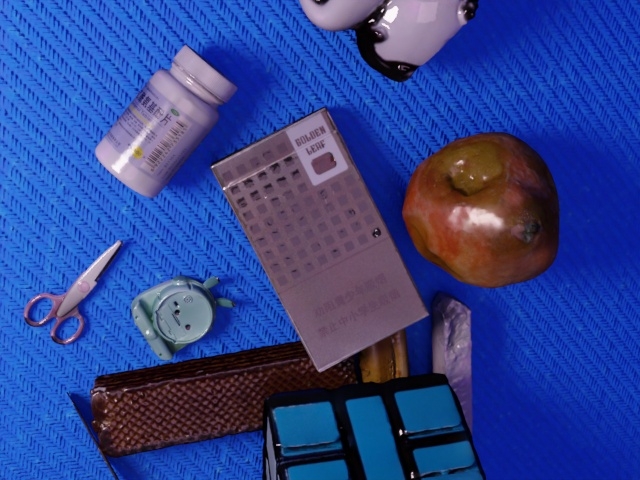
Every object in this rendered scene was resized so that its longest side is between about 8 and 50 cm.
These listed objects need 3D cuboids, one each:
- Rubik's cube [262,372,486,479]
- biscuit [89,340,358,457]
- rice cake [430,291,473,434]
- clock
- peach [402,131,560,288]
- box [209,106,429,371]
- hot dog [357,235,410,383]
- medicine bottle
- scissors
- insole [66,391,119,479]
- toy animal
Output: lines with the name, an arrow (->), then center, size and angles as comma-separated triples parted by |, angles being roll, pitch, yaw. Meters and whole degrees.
Rubik's cube -> 0.073, 0.387, 1.433 | 0.283, 0.288, 0.294 | -3, 135, -11
biscuit -> -0.136, 0.222, 1.488 | 0.388, 0.073, 0.107 | -9, 108, -10
rice cake -> 0.202, 0.251, 1.573 | 0.056, 0.073, 0.365 | -8, 109, -13
clock -> -0.193, 0.099, 1.451 | 0.135, 0.041, 0.101 | -31, 111, -2
peach -> 0.234, -0.038, 1.404 | 0.214, 0.235, 0.214 | -8, 111, -21
box -> 0.001, -0.001, 1.420 | 0.180, 0.047, 0.325 | -27, 97, 1
hot dog -> 0.084, 0.123, 1.509 | 0.083, 0.068, 0.289 | -11, 105, -20
medicine bottle -> -0.199, -0.155, 1.335 | 0.102, 0.103, 0.187 | 38, 97, -21
scissors -> -0.331, 0.065, 1.419 | 0.085, 0.022, 0.176 | 39, 99, -20
insole -> -0.320, 0.297, 1.477 | 0.004, 0.064, 0.188 | -30, 107, -15
toy animal -> 0.072, -0.333, 1.304 | 0.235, 0.165, 0.187 | 37, 114, -23
